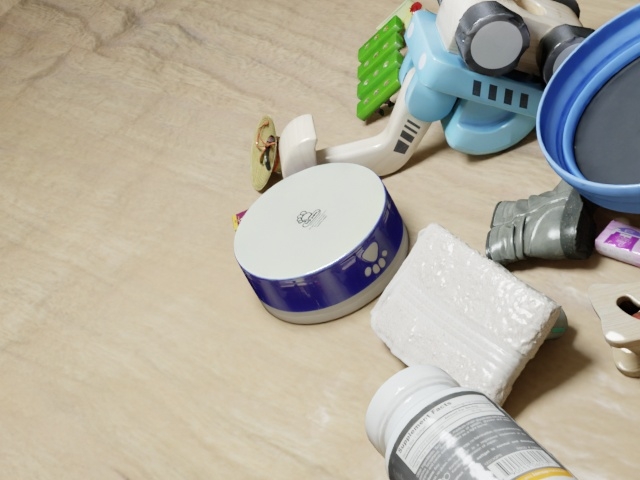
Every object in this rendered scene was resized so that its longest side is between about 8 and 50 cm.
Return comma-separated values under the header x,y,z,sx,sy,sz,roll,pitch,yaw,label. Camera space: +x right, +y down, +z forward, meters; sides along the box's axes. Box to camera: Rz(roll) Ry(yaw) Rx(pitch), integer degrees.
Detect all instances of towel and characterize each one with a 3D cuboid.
x,y,z,sx,sy,sz,roll,pitch,yaw,label
0.185,0.103,1.497,0.187,0.049,0.282,-59,40,5,towel

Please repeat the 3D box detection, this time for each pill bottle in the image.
x,y,z,sx,sy,sz,roll,pitch,yaw,label
0.175,0.270,1.278,0.162,0.162,0.278,-36,37,-9,pill bottle

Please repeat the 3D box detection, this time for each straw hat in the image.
x,y,z,sx,sy,sz,roll,pitch,yaw,label
-0.078,-0.158,2.004,0.061,0.144,0.144,8,30,-23,straw hat

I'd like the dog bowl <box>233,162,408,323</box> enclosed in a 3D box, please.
x,y,z,sx,sy,sz,roll,pitch,yaw,label
0.000,0.000,1.743,0.265,0.104,0.265,-17,39,14,dog bowl

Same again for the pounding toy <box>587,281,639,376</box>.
x,y,z,sx,sy,sz,roll,pitch,yaw,label
0.460,0.059,1.342,0.270,0.155,0.154,-7,47,26,pounding toy

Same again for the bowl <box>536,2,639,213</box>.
x,y,z,sx,sy,sz,roll,pitch,yaw,label
0.490,-0.197,1.504,0.391,0.077,0.391,-25,38,21,bowl

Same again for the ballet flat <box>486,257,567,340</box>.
x,y,z,sx,sy,sz,roll,pitch,yaw,label
0.262,0.079,1.529,0.068,0.072,0.213,1,25,-31,ballet flat

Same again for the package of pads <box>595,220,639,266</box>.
x,y,z,sx,sy,sz,roll,pitch,yaw,label
0.429,0.006,1.525,0.050,0.032,0.083,-45,40,-22,package of pads

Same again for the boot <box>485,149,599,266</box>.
x,y,z,sx,sy,sz,roll,pitch,yaw,label
0.333,-0.061,1.628,0.161,0.083,0.246,-5,42,36,boot

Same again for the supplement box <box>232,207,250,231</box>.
x,y,z,sx,sy,sz,roll,pitch,yaw,label
-0.102,-0.029,1.881,0.083,0.055,0.043,-23,38,6,supplement box

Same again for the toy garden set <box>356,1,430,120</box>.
x,y,z,sx,sy,sz,roll,pitch,yaw,label
0.154,-0.345,2.048,0.204,0.049,0.244,-40,27,30,toy garden set

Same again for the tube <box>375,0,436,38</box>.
x,y,z,sx,sy,sz,roll,pitch,yaw,label
0.195,-0.416,2.138,0.070,0.062,0.240,-6,25,-24,tube

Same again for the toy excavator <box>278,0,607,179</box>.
x,y,z,sx,sy,sz,roll,pitch,yaw,label
0.190,-0.226,1.811,0.433,0.445,0.222,12,34,-17,toy excavator
